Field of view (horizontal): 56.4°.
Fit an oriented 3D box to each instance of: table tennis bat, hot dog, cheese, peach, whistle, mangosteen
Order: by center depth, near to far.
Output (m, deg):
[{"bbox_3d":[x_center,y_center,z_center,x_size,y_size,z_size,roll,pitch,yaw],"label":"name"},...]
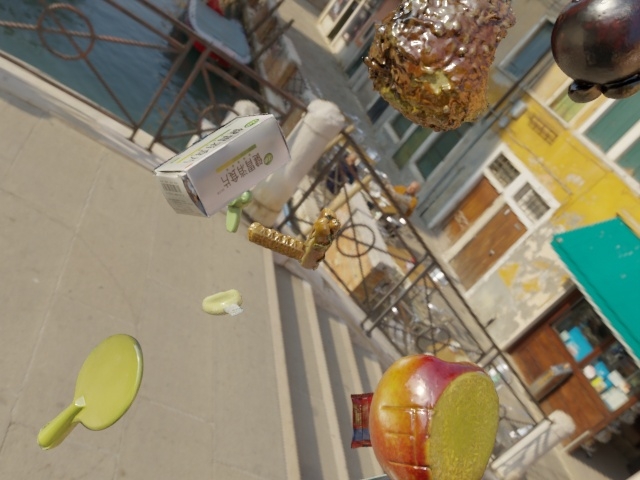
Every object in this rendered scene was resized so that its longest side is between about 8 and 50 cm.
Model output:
[{"bbox_3d":[0.512,-0.355,1.052,0.210,0.210,0.209,33,24,-17],"label":"mangosteen"},{"bbox_3d":[0.209,0.362,1.139,0.249,0.245,0.274,18,66,-13],"label":"peach"},{"bbox_3d":[-0.556,0.384,1.451,0.054,0.369,0.224,35,15,-48],"label":"table tennis bat"},{"bbox_3d":[0.000,0.000,1.585,0.072,0.269,0.109,27,63,-2],"label":"hot dog"},{"bbox_3d":[-0.285,0.203,1.855,0.255,0.127,0.050,9,-63,66],"label":"cheese"},{"bbox_3d":[-0.300,-0.182,2.220,0.141,0.293,0.141,2,16,-1],"label":"whistle"}]

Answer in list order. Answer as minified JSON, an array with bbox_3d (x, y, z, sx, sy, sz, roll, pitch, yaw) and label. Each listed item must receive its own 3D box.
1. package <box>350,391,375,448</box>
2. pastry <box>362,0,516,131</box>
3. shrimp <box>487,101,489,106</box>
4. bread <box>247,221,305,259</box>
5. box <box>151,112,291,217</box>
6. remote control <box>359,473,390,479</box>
[{"bbox_3d":[0.136,0.570,1.886,0.083,0.200,0.022,-2,16,-1],"label":"package"},{"bbox_3d":[0.295,-0.489,1.543,0.338,0.404,0.292,20,-3,5],"label":"pastry"},{"bbox_3d":[0.503,-0.470,2.005,0.101,0.042,0.190,23,11,-32],"label":"shrimp"},{"bbox_3d":[-0.110,0.003,1.497,0.157,0.052,0.044,23,12,-14],"label":"bread"},{"bbox_3d":[-0.261,-0.203,1.597,0.333,0.173,0.145,-40,119,-31],"label":"box"},{"bbox_3d":[0.220,0.620,1.516,0.277,0.103,0.055,8,79,-41],"label":"remote control"}]
